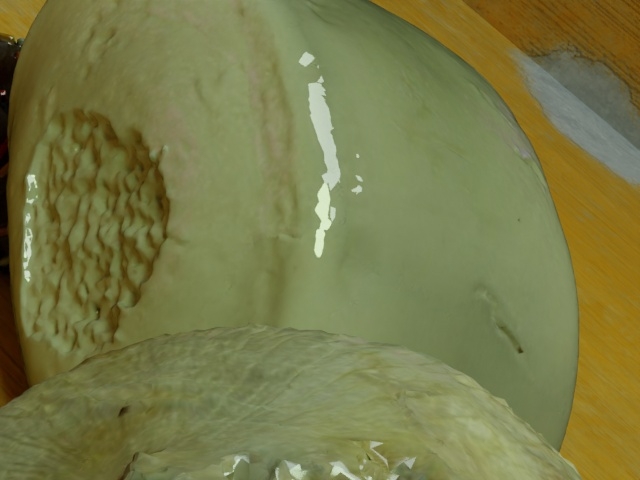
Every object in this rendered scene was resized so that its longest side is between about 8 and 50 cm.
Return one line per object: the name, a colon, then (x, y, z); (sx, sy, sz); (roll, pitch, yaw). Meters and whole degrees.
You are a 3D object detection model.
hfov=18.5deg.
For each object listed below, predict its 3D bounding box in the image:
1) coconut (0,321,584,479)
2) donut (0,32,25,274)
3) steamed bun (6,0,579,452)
coconut: (-0.032, 0.215, 0.795); (0.404, 0.404, 0.404); (30, 22, -13)
donut: (-0.224, -0.066, 1.569); (0.269, 0.103, 0.270); (31, 21, -14)
steamed bun: (0.000, 0.000, 1.393); (0.371, 0.290, 0.456); (15, 51, -44)
